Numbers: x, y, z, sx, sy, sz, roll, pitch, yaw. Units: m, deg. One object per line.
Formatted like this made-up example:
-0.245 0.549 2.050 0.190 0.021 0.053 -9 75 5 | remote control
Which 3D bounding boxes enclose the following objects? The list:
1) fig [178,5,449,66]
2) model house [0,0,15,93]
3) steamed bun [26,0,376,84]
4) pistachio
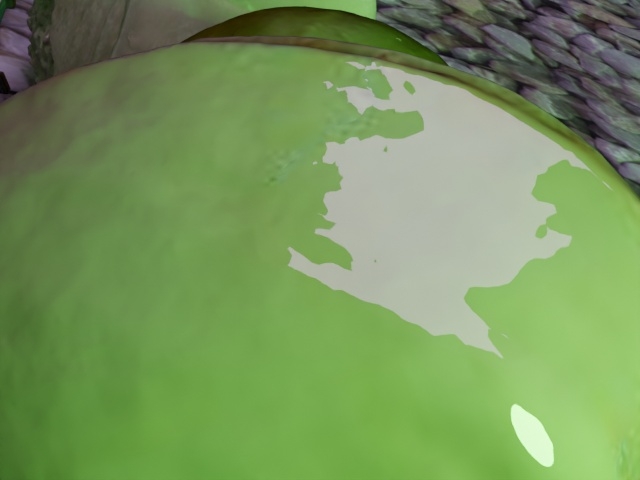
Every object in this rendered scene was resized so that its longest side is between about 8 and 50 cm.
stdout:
0.000 0.000 1.119 0.316 0.316 0.316 18 26 -9 | fig
-0.312 -0.121 1.160 0.178 0.206 0.271 21 26 -4 | model house
-0.088 -0.160 1.419 0.290 0.273 0.272 2 48 -29 | steamed bun
-0.022 0.076 0.847 0.445 0.365 0.281 2 17 19 | pistachio
